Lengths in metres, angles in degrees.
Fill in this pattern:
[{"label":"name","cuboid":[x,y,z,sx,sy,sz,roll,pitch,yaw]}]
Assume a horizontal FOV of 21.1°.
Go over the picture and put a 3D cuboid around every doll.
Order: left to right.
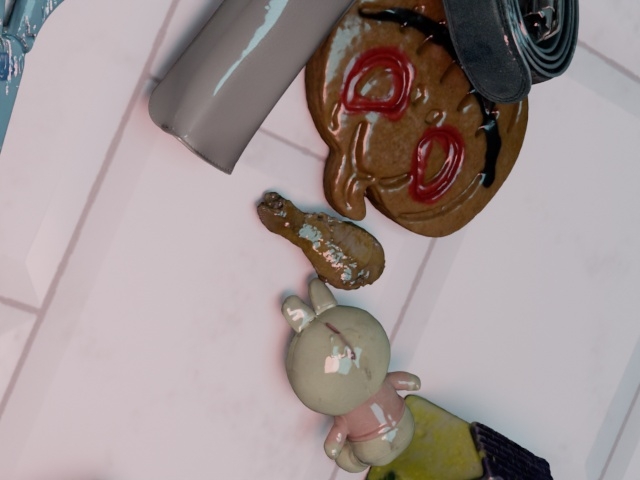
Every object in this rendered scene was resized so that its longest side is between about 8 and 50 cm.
[{"label":"doll","cuboid":[0.042,0.174,2.105,0.155,0.113,0.275,-36,124,-20]}]

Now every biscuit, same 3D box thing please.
[{"label":"biscuit","cuboid":[0.115,-0.158,2.090,0.314,0.063,0.367,-51,129,-15]}]

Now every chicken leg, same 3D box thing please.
[{"label":"chicken leg","cuboid":[0.002,0.001,2.051,0.198,0.069,0.085,32,80,-34]}]

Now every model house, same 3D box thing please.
[{"label":"model house","cuboid":[0.201,0.327,2.218,0.194,0.211,0.170,35,80,-41]}]

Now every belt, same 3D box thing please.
[{"label":"belt","cuboid":[0.229,-0.290,2.037,0.206,0.116,0.267,17,67,-53]}]

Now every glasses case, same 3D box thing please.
[{"label":"glasses case","cuboid":[-0.069,-0.220,1.914,0.308,0.083,0.128,-54,134,-11]}]

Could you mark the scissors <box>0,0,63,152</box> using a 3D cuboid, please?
[{"label":"scissors","cuboid":[-0.332,-0.194,1.750,0.180,0.032,0.393,8,99,-39]}]
